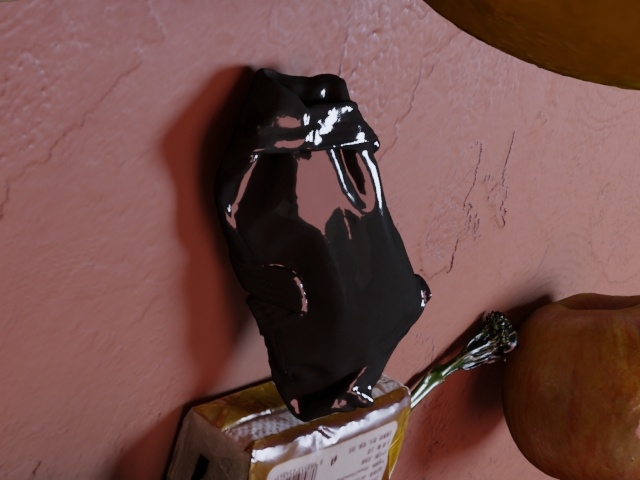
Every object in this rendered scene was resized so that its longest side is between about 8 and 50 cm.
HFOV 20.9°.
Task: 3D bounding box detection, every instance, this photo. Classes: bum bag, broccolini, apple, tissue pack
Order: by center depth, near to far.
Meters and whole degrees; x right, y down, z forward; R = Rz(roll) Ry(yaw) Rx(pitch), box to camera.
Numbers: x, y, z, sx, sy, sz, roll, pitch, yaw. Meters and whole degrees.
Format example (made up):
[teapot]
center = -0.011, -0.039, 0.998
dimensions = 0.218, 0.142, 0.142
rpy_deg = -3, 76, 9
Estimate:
[bum bag]
center = 0.000, 0.000, 1.282
dimensions = 0.142, 0.080, 0.326
rpy_deg = -34, 135, -19
[tissue pack]
center = -0.031, 0.205, 1.428
dimensions = 0.226, 0.092, 0.183
rpy_deg = -15, 130, -54
[broccolini]
center = 0.108, 0.129, 1.645
dimensions = 0.218, 0.044, 0.042
rpy_deg = -28, 155, -36
[apple]
center = 0.288, 0.150, 1.763
dimensions = 0.211, 0.211, 0.187
rpy_deg = -11, 104, -54

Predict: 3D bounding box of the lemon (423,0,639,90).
[lemon]
center = 0.216, -0.254, 1.121
dimensions = 0.364, 0.364, 0.364
rpy_deg = -39, 146, -33
